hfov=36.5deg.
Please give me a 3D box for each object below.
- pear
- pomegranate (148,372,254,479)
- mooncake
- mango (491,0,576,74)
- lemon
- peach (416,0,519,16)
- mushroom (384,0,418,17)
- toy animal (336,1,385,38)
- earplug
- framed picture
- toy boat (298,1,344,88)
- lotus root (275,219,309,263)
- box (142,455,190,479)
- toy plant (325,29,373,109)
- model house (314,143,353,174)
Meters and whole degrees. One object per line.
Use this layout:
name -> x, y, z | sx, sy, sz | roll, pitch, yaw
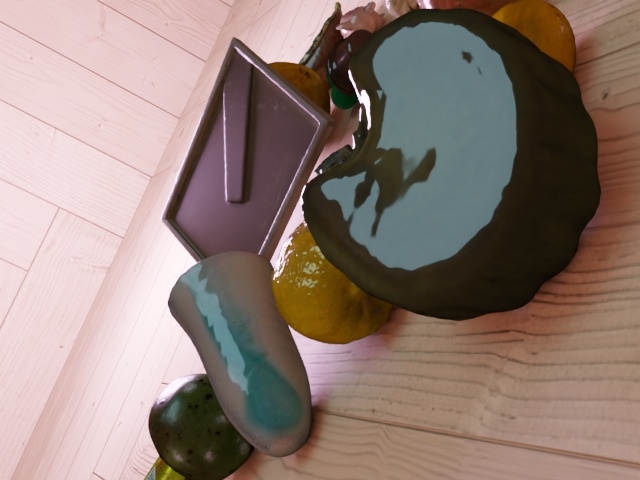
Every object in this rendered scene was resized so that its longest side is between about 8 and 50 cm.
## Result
pear -> -0.077, -0.273, 2.004 | 0.209, 0.209, 0.209 | -50, 24, 31
pomegranate -> -0.172, 0.288, 1.599 | 0.225, 0.187, 0.187 | -40, 11, -24
mooncake -> 0.153, -0.083, 1.111 | 0.351, 0.187, 0.351 | -13, 71, 41
mango -> 0.244, -0.181, 1.254 | 0.176, 0.119, 0.317 | 4, 76, 63
lemon -> 0.021, 0.061, 1.393 | 0.193, 0.180, 0.180 | -36, 33, 52
peach -> 0.222, -0.404, 1.452 | 0.232, 0.232, 0.232 | -50, 24, 31
mushroom -> 0.162, -0.472, 1.881 | 0.083, 0.067, 0.083 | -56, -18, -29
toy animal -> 0.078, -0.452, 2.033 | 0.083, 0.089, 0.150 | -66, 11, -1
earplug -> -0.105, 0.194, 1.501 | 0.185, 0.185, 0.324 | -51, 47, 29
framed picture -> -0.160, -0.130, 1.922 | 0.326, 0.028, 0.446 | 46, 122, 34
toy boat -> -0.014, -0.380, 2.138 | 0.293, 0.108, 0.099 | -57, 47, 18
lotus root -> 0.000, 0.000, 1.633 | 0.258, 0.097, 0.110 | -56, 18, 6
box -> -0.267, 0.432, 1.798 | 0.311, 0.043, 0.173 | -57, 21, 14
toy plant -> 0.059, -0.330, 1.909 | 0.200, 0.105, 0.143 | 121, 156, -66
model house -> 0.038, -0.132, 1.774 | 0.083, 0.066, 0.079 | -43, 10, 1
